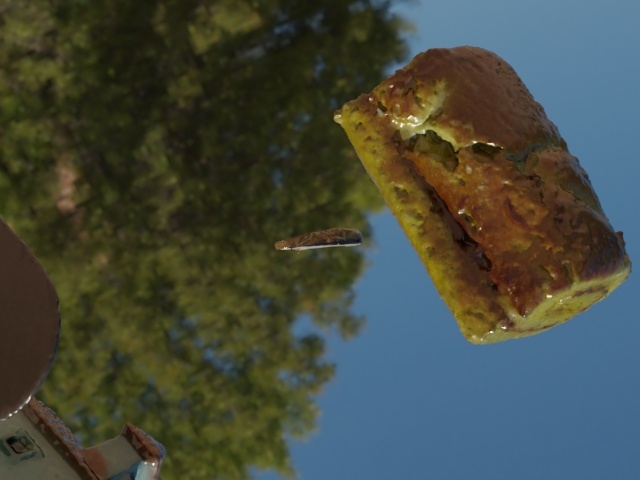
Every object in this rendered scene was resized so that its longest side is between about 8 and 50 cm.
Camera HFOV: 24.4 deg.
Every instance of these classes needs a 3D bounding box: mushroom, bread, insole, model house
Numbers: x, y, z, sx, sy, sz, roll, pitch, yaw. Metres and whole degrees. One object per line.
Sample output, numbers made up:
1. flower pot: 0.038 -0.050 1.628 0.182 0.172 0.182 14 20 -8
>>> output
1. mushroom: 0.000 0.000 1.527 0.101 0.019 0.049 -5 174 -32
2. bread: 0.104 -0.029 0.900 0.103 0.172 0.132 -39 161 30
3. insole: -0.214 -0.024 0.728 0.111 0.007 0.328 -50 -128 8
4. model house: -0.167 0.156 0.877 0.148 0.119 0.148 -17 -135 -35

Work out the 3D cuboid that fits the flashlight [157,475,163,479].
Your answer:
1. flashlight: -0.166 0.225 1.421 0.018 0.083 0.018 -41 -167 -29
